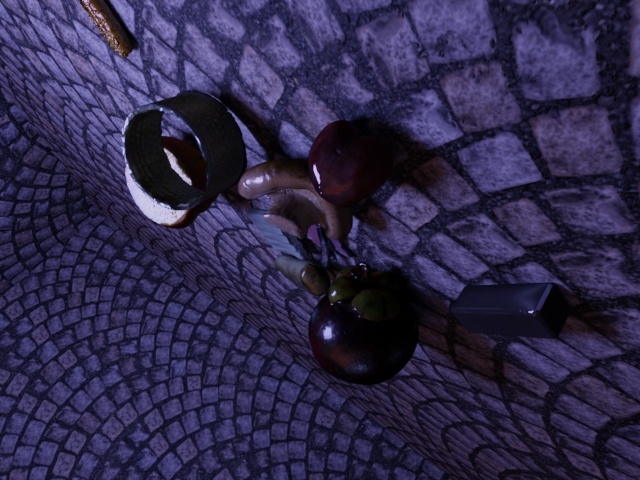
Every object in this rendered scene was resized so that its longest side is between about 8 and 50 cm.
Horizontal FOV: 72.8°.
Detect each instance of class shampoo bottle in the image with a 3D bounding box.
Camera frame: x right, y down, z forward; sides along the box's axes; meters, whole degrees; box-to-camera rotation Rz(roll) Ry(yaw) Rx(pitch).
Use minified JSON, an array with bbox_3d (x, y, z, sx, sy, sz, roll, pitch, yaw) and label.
[{"bbox_3d":[0.360,0.139,0.874,0.079,0.080,0.246,48,155,-14],"label":"shampoo bottle"}]

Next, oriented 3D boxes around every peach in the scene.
[{"bbox_3d":[0.048,-0.131,0.777,0.152,0.152,0.152,32,155,17],"label":"peach"},{"bbox_3d":[-0.445,-0.182,1.297,0.274,0.248,0.245,51,176,-13],"label":"peach"}]

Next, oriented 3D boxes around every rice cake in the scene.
[{"bbox_3d":[-0.135,-0.022,1.345,0.189,0.037,0.198,54,158,-19],"label":"rice cake"}]

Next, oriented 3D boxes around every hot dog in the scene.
[{"bbox_3d":[-0.515,-0.523,1.047,0.071,0.045,0.165,14,145,41],"label":"hot dog"}]

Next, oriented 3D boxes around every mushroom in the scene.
[{"bbox_3d":[-0.060,0.101,1.357,0.107,0.087,0.333,58,162,-16],"label":"mushroom"},{"bbox_3d":[-0.048,-0.113,0.968,0.286,0.156,0.151,25,142,5],"label":"mushroom"}]

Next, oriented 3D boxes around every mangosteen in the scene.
[{"bbox_3d":[0.104,0.221,1.135,0.300,0.300,0.300,32,155,17],"label":"mangosteen"}]

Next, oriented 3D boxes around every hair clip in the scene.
[{"bbox_3d":[0.006,-0.005,1.192,0.146,0.056,0.187,19,140,41],"label":"hair clip"}]

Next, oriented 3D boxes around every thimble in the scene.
[{"bbox_3d":[-0.329,-0.214,1.055,0.271,0.150,0.270,12,121,21],"label":"thimble"}]

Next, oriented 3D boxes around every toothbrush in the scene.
[{"bbox_3d":[-0.050,0.027,1.352,0.018,0.024,0.257,21,148,37],"label":"toothbrush"}]
